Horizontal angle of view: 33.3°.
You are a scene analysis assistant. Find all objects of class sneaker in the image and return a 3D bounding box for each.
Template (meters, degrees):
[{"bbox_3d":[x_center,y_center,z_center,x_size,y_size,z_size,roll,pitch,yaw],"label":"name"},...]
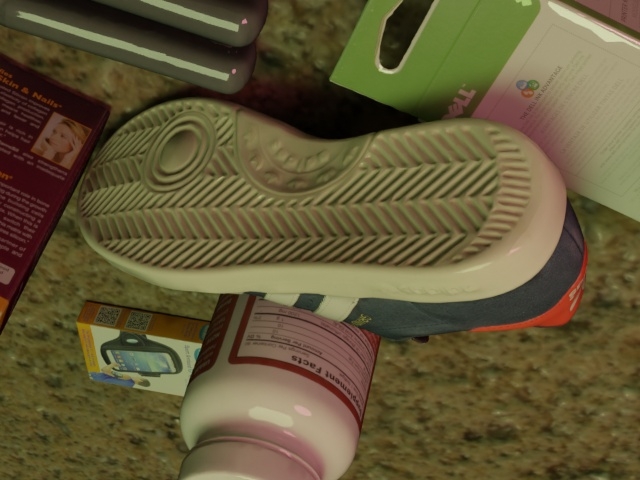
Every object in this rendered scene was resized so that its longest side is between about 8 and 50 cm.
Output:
[{"bbox_3d":[0.000,0.000,0.671,0.350,0.131,0.148,11,162,37],"label":"sneaker"}]

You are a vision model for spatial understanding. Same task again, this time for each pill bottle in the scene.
[{"bbox_3d":[-0.026,0.094,0.734,0.121,0.216,0.121,9,137,8],"label":"pill bottle"}]

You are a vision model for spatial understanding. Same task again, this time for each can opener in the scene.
[{"bbox_3d":[-0.173,-0.146,0.628,0.280,0.093,0.074,15,137,-5],"label":"can opener"}]

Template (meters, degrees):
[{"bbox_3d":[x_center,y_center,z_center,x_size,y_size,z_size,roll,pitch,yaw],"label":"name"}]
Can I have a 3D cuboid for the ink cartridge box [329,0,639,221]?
[{"bbox_3d":[0.123,-0.101,0.599,0.209,0.062,0.109,23,137,-7],"label":"ink cartridge box"}]

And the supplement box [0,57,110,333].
[{"bbox_3d":[-0.222,-0.024,0.690,0.104,0.188,0.081,26,137,-10],"label":"supplement box"}]

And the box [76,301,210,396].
[{"bbox_3d":[-0.134,0.097,0.909,0.136,0.028,0.081,10,137,9],"label":"box"}]
